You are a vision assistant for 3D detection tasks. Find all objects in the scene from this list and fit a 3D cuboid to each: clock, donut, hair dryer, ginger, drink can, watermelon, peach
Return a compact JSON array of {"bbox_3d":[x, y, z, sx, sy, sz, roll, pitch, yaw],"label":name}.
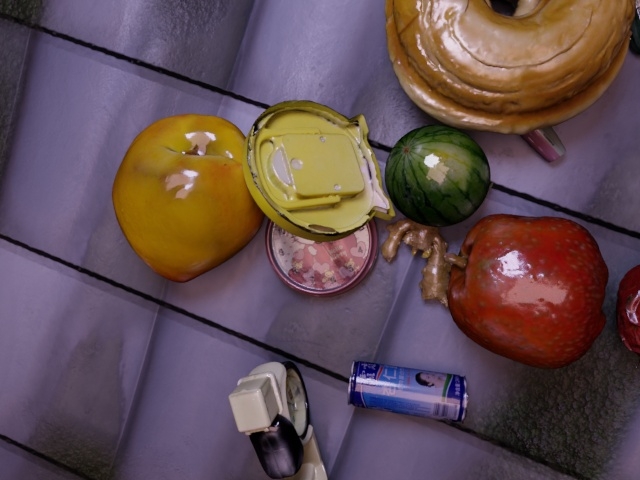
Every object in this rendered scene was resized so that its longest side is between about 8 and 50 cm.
[{"bbox_3d":[-0.068,0.437,0.942,0.120,0.276,0.379,-17,89,12],"label":"clock"},{"bbox_3d":[0.000,0.000,0.992,0.244,0.056,0.245,1,96,11],"label":"clock"},{"bbox_3d":[0.321,-0.403,0.813,0.448,0.198,0.449,0,88,6],"label":"donut"},{"bbox_3d":[0.458,-0.237,0.897,0.106,0.054,0.154,44,97,-1],"label":"hair dryer"},{"bbox_3d":[-0.011,-0.128,0.889,0.293,0.071,0.277,0,70,-31],"label":"clock"},{"bbox_3d":[0.217,0.033,0.960,0.193,0.052,0.177,14,103,9],"label":"ginger"},{"bbox_3d":[0.178,0.310,0.973,0.235,0.097,0.097,5,96,10],"label":"drink can"},{"bbox_3d":[0.223,-0.113,0.884,0.214,0.188,0.188,34,103,-36],"label":"watermelon"},{"bbox_3d":[-0.256,-0.081,0.929,0.288,0.289,0.308,28,138,6],"label":"peach"}]

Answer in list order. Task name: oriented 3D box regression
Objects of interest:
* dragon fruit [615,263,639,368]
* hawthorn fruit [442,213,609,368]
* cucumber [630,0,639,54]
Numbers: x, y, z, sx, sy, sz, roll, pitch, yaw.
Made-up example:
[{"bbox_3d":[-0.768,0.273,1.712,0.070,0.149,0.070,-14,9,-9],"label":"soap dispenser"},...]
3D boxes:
[{"bbox_3d":[0.658,0.127,0.804,0.298,0.244,0.245,-3,95,-14],"label":"dragon fruit"},{"bbox_3d":[0.354,0.080,0.836,0.299,0.275,0.276,19,99,-1],"label":"hawthorn fruit"},{"bbox_3d":[0.581,-0.389,0.857,0.048,0.048,0.105,-14,93,11],"label":"cucumber"}]
